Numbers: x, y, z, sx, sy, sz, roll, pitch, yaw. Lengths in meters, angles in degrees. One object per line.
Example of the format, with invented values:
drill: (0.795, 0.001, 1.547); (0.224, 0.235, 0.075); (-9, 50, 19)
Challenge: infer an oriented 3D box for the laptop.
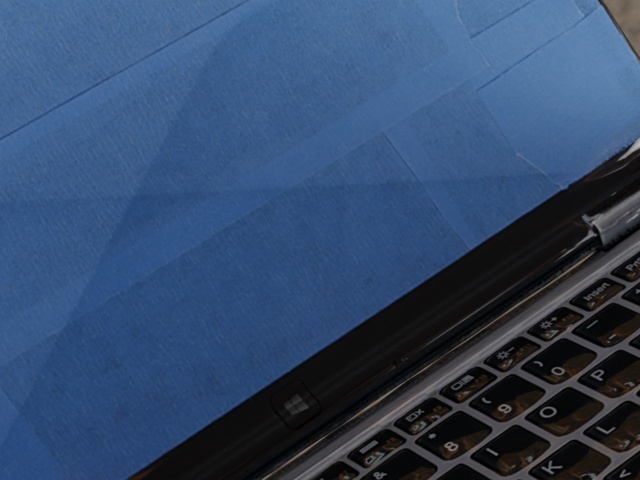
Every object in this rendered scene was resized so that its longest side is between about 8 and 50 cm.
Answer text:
laptop: (0.000, 0.000, 0.573); (0.382, 0.408, 0.236); (-33, 123, -22)
